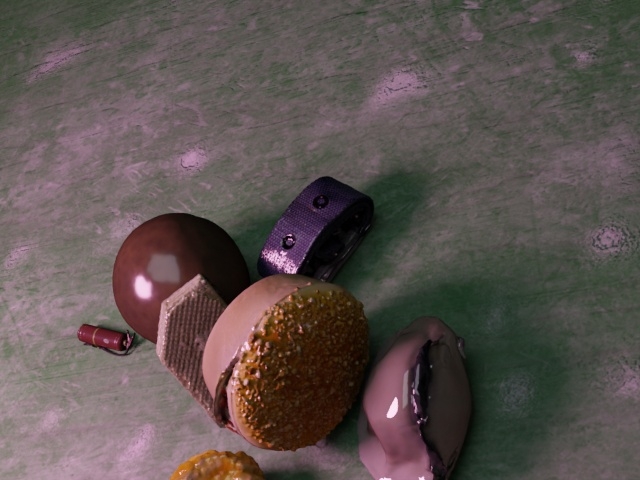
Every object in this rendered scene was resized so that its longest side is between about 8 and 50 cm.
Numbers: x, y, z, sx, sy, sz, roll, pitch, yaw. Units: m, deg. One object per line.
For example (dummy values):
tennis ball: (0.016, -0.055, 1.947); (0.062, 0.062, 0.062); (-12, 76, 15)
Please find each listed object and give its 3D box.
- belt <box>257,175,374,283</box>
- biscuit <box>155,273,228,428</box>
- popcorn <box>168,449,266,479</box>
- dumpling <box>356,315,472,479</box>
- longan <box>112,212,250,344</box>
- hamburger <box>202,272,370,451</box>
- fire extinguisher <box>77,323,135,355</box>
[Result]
belt: (0.000, 0.000, 1.896); (0.126, 0.139, 0.230); (29, 74, 32)
biscuit: (-0.183, 0.191, 1.791); (0.150, 0.252, 0.052); (-37, 24, -2)
popcorn: (-0.166, 0.423, 1.698); (0.180, 0.170, 0.180); (0, 91, -7)
dumpling: (0.129, 0.255, 1.648); (0.205, 0.163, 0.292); (2, 72, 23)
longan: (-0.253, 0.077, 1.902); (0.258, 0.258, 0.258); (-13, 55, 19)
hamburger: (-0.045, 0.196, 1.695); (0.302, 0.302, 0.170); (-48, 49, -8)
fire extinguisher: (-0.412, 0.191, 2.039); (0.132, 0.039, 0.056); (10, 97, 31)
